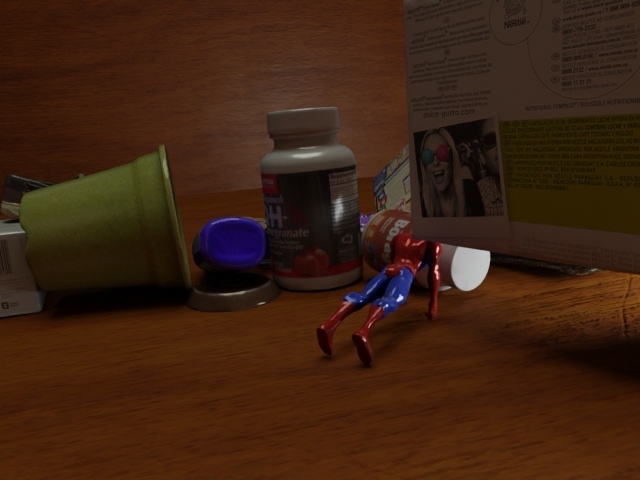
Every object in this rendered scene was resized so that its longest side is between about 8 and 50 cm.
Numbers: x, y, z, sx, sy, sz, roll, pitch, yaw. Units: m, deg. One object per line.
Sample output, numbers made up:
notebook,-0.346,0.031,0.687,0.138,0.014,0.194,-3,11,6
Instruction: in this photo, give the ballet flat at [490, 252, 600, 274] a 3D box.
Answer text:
ballet flat,0.366,-0.023,1.139,0.182,0.164,0.483,15,2,-41

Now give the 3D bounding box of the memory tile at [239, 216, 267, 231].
memory tile,-0.148,-0.031,1.212,0.148,0.012,0.113,7,16,37

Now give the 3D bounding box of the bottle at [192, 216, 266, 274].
bottle,-0.184,0.017,1.099,0.118,0.092,0.283,1,-6,-17

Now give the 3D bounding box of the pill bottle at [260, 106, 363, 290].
pill bottle,-0.018,-0.081,1.064,0.176,0.318,0.176,-5,11,1

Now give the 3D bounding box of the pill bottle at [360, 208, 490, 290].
pill bottle,0.178,0.017,0.994,0.121,0.121,0.216,-12,16,-32

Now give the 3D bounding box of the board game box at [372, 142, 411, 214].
board game box,0.171,-0.100,1.173,0.045,0.147,0.193,26,40,-22

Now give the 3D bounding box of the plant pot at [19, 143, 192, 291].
plant pot,-0.384,-0.018,1.041,0.254,0.276,0.276,-11,13,-12

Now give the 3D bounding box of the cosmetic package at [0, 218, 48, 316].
cosmetic package,-0.599,0.049,1.063,0.151,0.151,0.183,-8,12,-18

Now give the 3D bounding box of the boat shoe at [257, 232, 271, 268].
boat shoe,-0.093,0.000,1.283,0.065,0.083,0.183,-1,12,17

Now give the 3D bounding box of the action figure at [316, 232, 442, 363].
action figure,0.109,0.087,0.817,0.091,0.139,0.280,7,38,35

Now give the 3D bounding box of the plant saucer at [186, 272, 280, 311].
plant saucer,-0.156,0.087,1.023,0.168,0.029,0.168,-5,11,1

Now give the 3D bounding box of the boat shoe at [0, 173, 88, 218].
boat shoe,-0.485,-0.088,1.161,0.285,0.092,0.103,-1,15,-33

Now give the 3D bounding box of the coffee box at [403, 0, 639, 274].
coffee box,0.346,-0.170,0.728,0.337,0.334,0.338,-12,13,-33

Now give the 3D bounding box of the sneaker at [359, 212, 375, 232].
sneaker,0.088,-0.056,1.524,0.170,0.071,0.068,-10,13,-28
